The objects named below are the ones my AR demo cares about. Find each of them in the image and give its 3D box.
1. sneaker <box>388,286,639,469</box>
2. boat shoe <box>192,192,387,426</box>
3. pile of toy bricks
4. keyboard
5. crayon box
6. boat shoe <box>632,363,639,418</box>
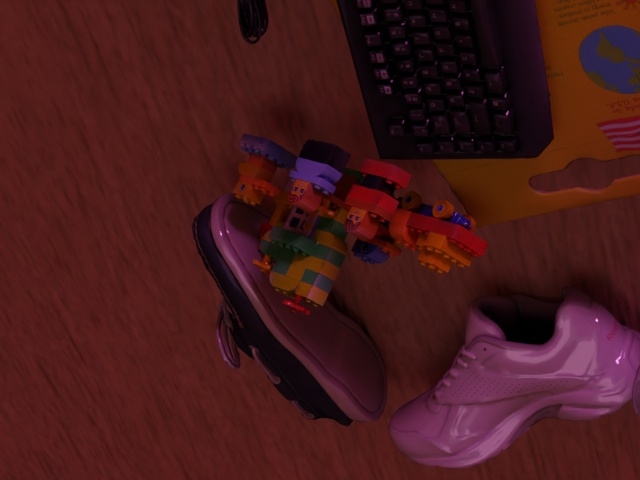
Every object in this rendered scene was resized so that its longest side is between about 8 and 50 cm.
[{"bbox_3d":[0.133,0.093,1.314,0.232,0.090,0.115,-28,112,33],"label":"sneaker"},{"bbox_3d":[-0.035,0.059,1.341,0.079,0.095,0.254,-12,141,28],"label":"boat shoe"},{"bbox_3d":[0.000,0.000,1.171,0.118,0.105,0.212,30,171,-39],"label":"pile of toy bricks"},{"bbox_3d":[0.018,-0.168,0.991,0.202,0.033,0.317,5,136,23],"label":"keyboard"},{"bbox_3d":[0.114,-0.157,1.042,0.202,0.081,0.318,-10,129,34],"label":"crayon box"},{"bbox_3d":[0.370,0.102,1.187,0.306,0.105,0.113,5,133,12],"label":"boat shoe"}]
